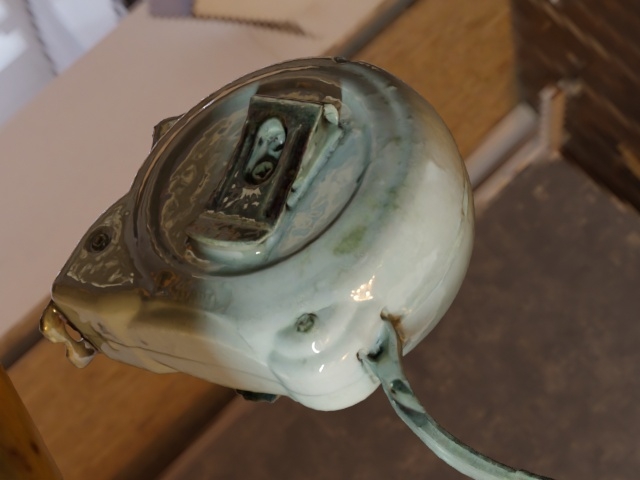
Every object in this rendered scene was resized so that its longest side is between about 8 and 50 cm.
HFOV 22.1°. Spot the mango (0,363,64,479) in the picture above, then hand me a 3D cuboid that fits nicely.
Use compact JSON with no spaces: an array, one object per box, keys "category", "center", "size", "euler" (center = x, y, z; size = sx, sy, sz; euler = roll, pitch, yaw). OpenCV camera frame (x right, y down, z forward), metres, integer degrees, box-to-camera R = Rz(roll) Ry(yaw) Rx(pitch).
[{"category":"mango","center":[-0.203,0.173,0.493],"size":[0.232,0.300,0.445],"euler":[107,145,-66]}]

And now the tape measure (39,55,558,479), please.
[{"category":"tape measure","center":[0.052,0.009,0.614],"size":[0.330,0.164,0.084],"euler":[8,156,34]}]
